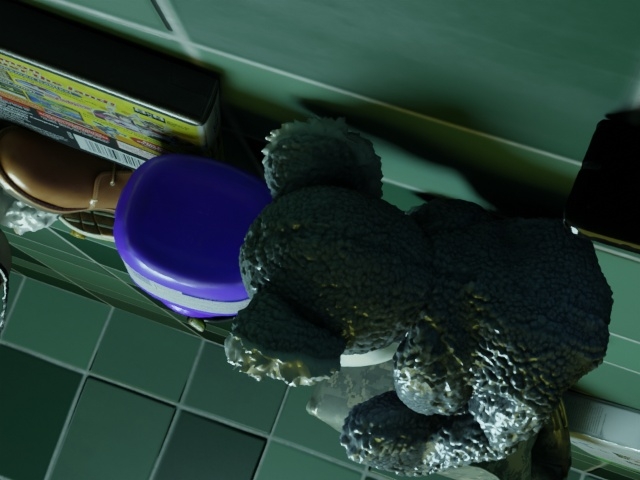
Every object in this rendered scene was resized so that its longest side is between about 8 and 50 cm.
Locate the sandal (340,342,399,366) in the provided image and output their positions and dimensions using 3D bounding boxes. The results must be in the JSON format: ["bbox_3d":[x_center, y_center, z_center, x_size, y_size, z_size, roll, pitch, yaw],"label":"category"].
[{"bbox_3d":[0.027,0.084,1.250,0.416,0.102,0.169,18,-173,8],"label":"sandal"}]

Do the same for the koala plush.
[{"bbox_3d":[0.046,0.029,0.813,0.221,0.196,0.203,25,158,-26],"label":"koala plush"}]

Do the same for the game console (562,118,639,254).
[{"bbox_3d":[0.185,-0.008,0.623,0.122,0.107,0.071,17,142,15],"label":"game console"}]

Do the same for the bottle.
[{"bbox_3d":[-0.090,0.007,0.974,0.118,0.092,0.283,17,171,-2],"label":"bottle"}]

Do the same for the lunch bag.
[{"bbox_3d":[0.169,0.221,1.647,0.235,0.169,0.287,11,163,40],"label":"lunch bag"}]

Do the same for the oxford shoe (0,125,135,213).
[{"bbox_3d":[-0.181,-0.060,1.083,0.076,0.076,0.212,-16,161,40],"label":"oxford shoe"}]

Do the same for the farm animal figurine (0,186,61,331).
[{"bbox_3d":[-0.422,-0.021,1.163,0.327,0.330,0.172,24,141,-7],"label":"farm animal figurine"}]

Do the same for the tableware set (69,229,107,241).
[{"bbox_3d":[-0.354,-0.029,1.731,0.104,0.024,0.154,15,169,27],"label":"tableware set"}]

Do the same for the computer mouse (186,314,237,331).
[{"bbox_3d":[-0.068,0.093,1.586,0.184,0.060,0.262,0,-170,-13],"label":"computer mouse"}]

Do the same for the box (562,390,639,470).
[{"bbox_3d":[0.456,0.286,1.771,0.232,0.058,0.322,14,168,33],"label":"box"}]

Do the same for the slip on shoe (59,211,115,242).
[{"bbox_3d":[-0.237,-0.023,1.460,0.135,0.051,0.041,13,169,-9],"label":"slip on shoe"}]

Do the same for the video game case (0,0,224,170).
[{"bbox_3d":[-0.200,-0.114,0.910,0.275,0.035,0.248,21,171,0],"label":"video game case"}]
